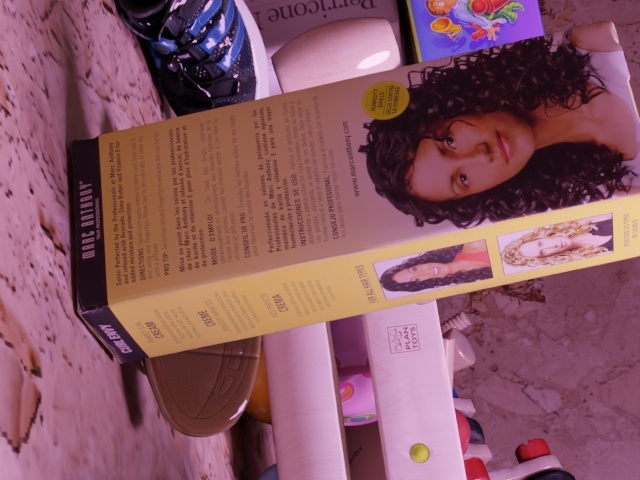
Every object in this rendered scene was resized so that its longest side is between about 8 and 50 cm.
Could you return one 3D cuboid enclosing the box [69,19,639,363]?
[{"bbox_3d":[0.016,-0.018,0.544,0.058,0.232,0.087,66,13,-60],"label":"box"}]

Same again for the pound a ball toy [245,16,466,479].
[{"bbox_3d":[0.005,0.050,0.821,0.208,0.136,0.319,77,4,-68],"label":"pound a ball toy"}]

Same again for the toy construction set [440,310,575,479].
[{"bbox_3d":[0.088,0.234,1.290,0.308,0.237,0.257,62,21,14],"label":"toy construction set"}]

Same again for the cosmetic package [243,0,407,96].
[{"bbox_3d":[-0.029,-0.191,0.920,0.151,0.151,0.183,65,14,-75],"label":"cosmetic package"}]

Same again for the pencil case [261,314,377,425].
[{"bbox_3d":[0.000,0.000,1.028,0.124,0.124,0.284,71,10,-61],"label":"pencil case"}]

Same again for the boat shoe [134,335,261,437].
[{"bbox_3d":[-0.066,0.022,0.612,0.048,0.056,0.153,127,-45,-53],"label":"boat shoe"}]

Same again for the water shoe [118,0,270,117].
[{"bbox_3d":[-0.085,-0.129,0.737,0.080,0.073,0.203,-49,136,-48],"label":"water shoe"}]

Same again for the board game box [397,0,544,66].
[{"bbox_3d":[0.088,-0.205,0.952,0.347,0.078,0.233,3,76,-86],"label":"board game box"}]

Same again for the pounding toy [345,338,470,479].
[{"bbox_3d":[0.086,0.181,1.067,0.237,0.110,0.182,152,-52,-67],"label":"pounding toy"}]
